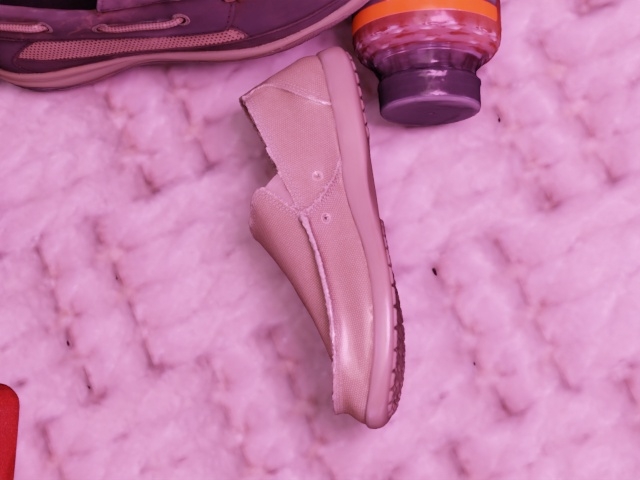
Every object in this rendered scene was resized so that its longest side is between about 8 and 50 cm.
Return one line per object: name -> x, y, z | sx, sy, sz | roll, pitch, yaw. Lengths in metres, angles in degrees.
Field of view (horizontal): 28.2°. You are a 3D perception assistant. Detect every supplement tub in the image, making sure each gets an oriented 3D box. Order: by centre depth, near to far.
supplement tub -> 0.072, -0.183, 0.888 | 0.106, 0.106, 0.197 | -3, 78, 4

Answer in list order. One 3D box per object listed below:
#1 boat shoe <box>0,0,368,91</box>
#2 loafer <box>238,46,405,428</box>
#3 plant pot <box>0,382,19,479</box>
boat shoe -> -0.106, -0.187, 0.849 | 0.355, 0.130, 0.132 | -16, 75, 20
loafer -> 0.000, 0.000, 0.867 | 0.092, 0.102, 0.268 | -10, 69, 4
plant pot -> -0.360, 0.208, 0.783 | 0.267, 0.236, 0.267 | 2, 80, 5
